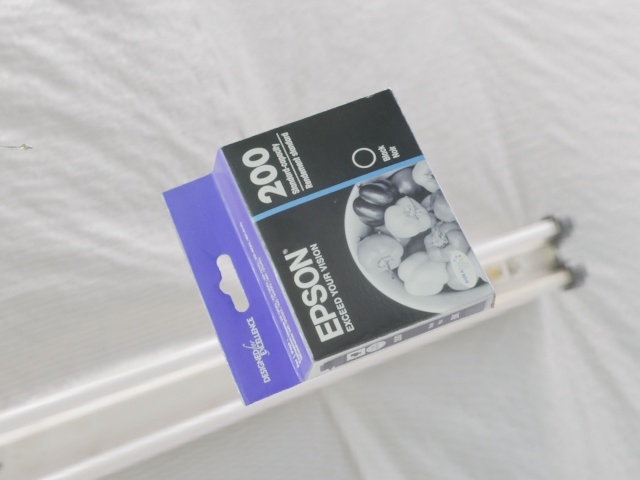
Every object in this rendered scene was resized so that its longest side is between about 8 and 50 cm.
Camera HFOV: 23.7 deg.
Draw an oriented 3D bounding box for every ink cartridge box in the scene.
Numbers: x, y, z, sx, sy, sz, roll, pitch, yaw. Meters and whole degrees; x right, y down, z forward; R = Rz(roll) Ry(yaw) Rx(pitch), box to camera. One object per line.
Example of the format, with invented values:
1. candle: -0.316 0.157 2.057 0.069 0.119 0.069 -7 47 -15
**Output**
1. ink cartridge box: 0.000 0.000 1.192 0.208 0.045 0.206 -22 -116 -7

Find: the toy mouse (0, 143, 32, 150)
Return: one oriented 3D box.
1. toy mouse: -0.231 -0.060 0.839 0.143 0.161 0.031 18 -100 -21
